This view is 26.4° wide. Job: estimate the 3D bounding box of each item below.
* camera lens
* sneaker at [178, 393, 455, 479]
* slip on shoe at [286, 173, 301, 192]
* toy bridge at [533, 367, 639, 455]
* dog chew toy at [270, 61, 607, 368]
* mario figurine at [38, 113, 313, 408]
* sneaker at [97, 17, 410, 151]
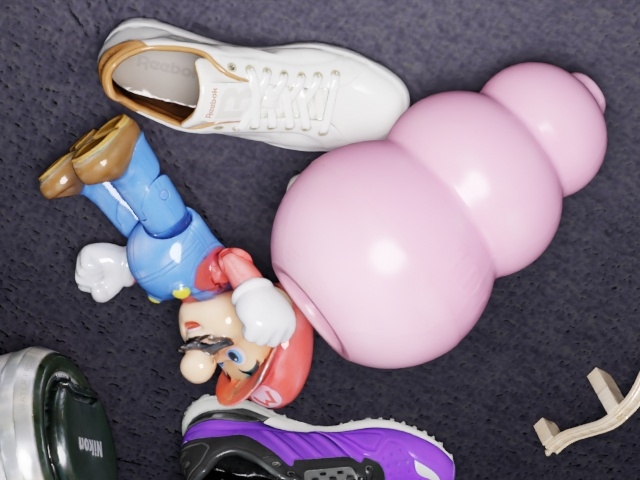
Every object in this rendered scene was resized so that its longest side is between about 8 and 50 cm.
[{"bbox_3d":[-0.356,0.236,1.361,0.274,0.219,0.219,-14,114,8],"label":"camera lens"},{"bbox_3d":[-0.006,0.252,1.401,0.294,0.146,0.102,9,115,-2],"label":"sneaker"},{"bbox_3d":[0.000,0.000,1.339,0.052,0.041,0.135,-10,115,6],"label":"slip on shoe"},{"bbox_3d":[0.295,0.158,1.393,0.026,0.063,0.188,28,114,-32],"label":"toy bridge"},{"bbox_3d":[0.120,-0.037,1.221,0.332,0.206,0.206,-37,111,-10],"label":"dog chew toy"},{"bbox_3d":[-0.137,0.046,1.287,0.170,0.198,0.320,-40,105,4],"label":"mario figurine"},{"bbox_3d":[-0.061,-0.125,1.238,0.290,0.123,0.105,8,114,-4],"label":"sneaker"}]
